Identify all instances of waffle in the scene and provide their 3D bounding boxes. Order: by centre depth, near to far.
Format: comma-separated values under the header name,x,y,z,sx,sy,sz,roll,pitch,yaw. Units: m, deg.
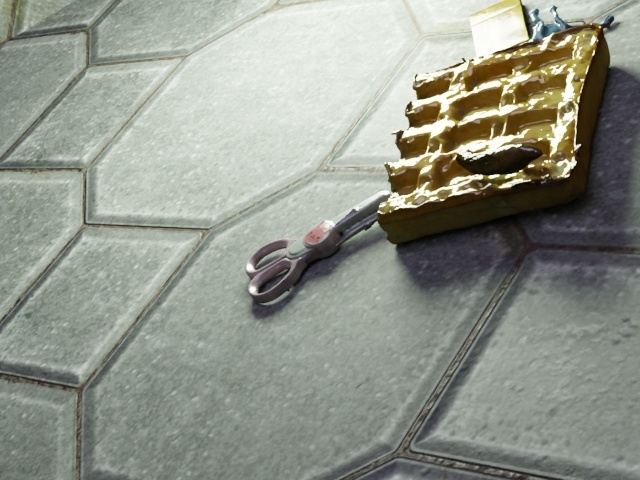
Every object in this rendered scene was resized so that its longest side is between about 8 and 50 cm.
name,x,y,z,sx,sy,sz,roll,pitch,yaw
waffle,0.238,-0.147,1.832,0.304,0.077,0.348,-13,37,29

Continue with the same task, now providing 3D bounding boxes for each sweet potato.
name,x,y,z,sx,sy,sz,roll,pitch,yaw
sweet potato,0.217,-0.099,1.686,0.041,0.038,0.153,-28,17,-34

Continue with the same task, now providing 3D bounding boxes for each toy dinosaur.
name,x,y,z,sx,sy,sz,roll,pitch,yaw
toy dinosaur,0.332,-0.299,1.976,0.197,0.045,0.080,-19,49,4

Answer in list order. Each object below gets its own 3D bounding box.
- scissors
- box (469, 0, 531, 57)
name,x,y,z,sx,sy,sz,roll,pitch,yaw
scissors,0.000,0.000,1.891,0.242,0.030,0.118,-32,31,10
box,0.278,-0.323,2.088,0.089,0.022,0.156,-21,34,17
